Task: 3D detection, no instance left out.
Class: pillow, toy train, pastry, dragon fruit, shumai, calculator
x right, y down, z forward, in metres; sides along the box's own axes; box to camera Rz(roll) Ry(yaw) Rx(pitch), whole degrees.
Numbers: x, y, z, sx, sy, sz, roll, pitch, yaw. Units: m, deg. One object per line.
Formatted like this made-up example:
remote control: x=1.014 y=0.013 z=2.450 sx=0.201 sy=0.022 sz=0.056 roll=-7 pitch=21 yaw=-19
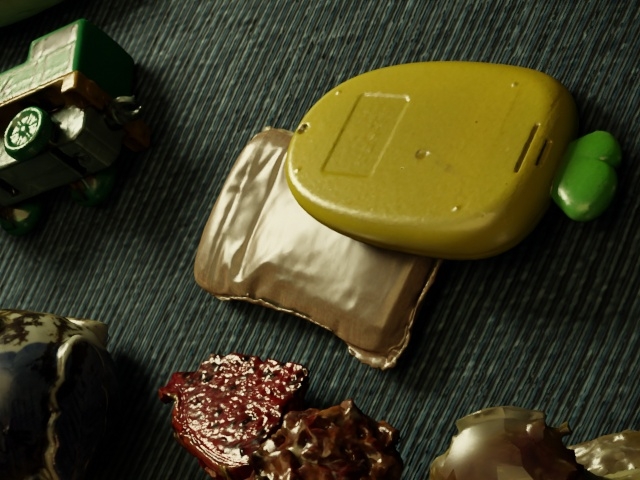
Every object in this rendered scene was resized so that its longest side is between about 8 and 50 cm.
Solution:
pillow: x=0.001 y=-0.003 z=1.021 sx=0.211 sy=0.034 sz=0.135 roll=21 pitch=87 yaw=41
toy train: x=-0.227 y=-0.091 z=1.190 sx=0.227 sy=0.091 sz=0.136 roll=-17 pitch=52 yaw=32
pastry: x=-0.001 y=0.202 z=0.884 sx=0.097 sy=0.115 sz=0.209 roll=115 pitch=160 yaw=-58
dragon fruit: x=-0.061 y=0.132 z=1.012 sx=0.131 sy=0.063 sz=0.097 roll=5 pitch=46 yaw=41
shumai: x=0.132 y=0.171 z=0.759 sx=0.209 sy=0.153 sz=0.161 roll=-18 pitch=58 yaw=12
calculator: x=0.081 y=-0.055 z=0.956 sx=0.234 sy=0.032 sz=0.146 roll=8 pitch=59 yaw=34

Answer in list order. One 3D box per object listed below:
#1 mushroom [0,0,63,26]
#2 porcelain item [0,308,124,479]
mushroom: x=-0.218 y=-0.252 z=1.249 sx=0.333 sy=0.087 sz=0.107 roll=-21 pitch=60 yaw=26
porcelain item: x=-0.269 y=0.132 z=1.104 sx=0.288 sy=0.138 sz=0.186 roll=5 pitch=86 yaw=39
